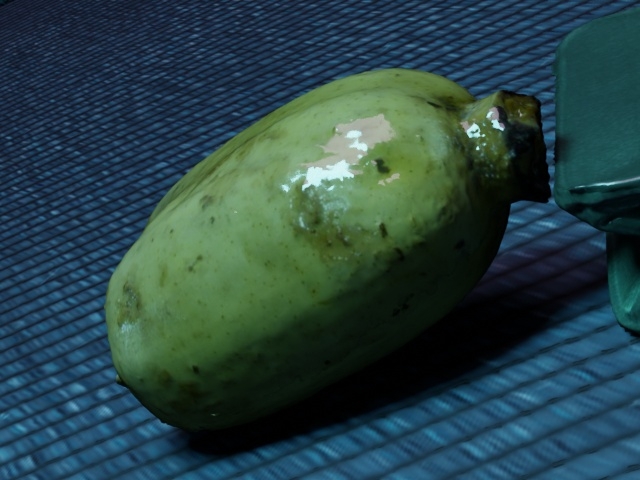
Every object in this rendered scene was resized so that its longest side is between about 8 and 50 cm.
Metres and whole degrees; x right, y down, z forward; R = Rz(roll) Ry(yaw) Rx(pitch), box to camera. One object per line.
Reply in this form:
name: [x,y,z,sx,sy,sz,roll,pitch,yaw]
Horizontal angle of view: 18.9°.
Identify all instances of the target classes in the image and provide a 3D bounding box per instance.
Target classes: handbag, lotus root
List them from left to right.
lotus root: [0.000,0.000,1.037,0.284,0.146,0.160,-27,37,25]
handbag: [0.248,-0.078,1.036,0.238,0.089,0.326,-21,17,16]
